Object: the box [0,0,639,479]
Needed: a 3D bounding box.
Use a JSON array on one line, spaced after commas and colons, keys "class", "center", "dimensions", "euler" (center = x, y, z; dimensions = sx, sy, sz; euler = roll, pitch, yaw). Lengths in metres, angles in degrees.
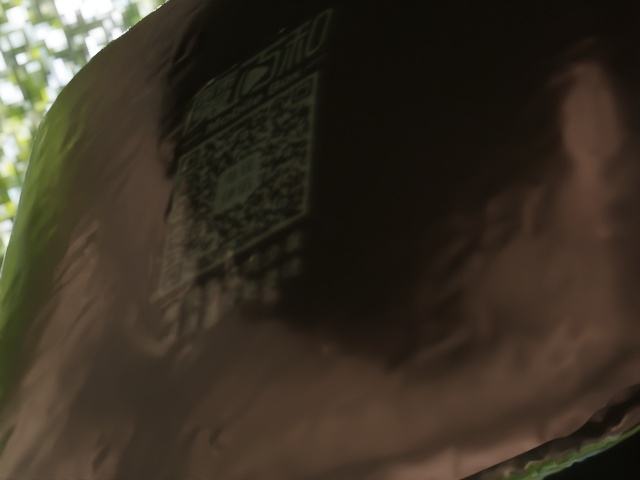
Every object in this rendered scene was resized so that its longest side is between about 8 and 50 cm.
[{"class": "box", "center": [0.000, 0.000, 0.558], "dimensions": [0.290, 0.073, 0.289], "euler": [-30, -143, 31]}]
